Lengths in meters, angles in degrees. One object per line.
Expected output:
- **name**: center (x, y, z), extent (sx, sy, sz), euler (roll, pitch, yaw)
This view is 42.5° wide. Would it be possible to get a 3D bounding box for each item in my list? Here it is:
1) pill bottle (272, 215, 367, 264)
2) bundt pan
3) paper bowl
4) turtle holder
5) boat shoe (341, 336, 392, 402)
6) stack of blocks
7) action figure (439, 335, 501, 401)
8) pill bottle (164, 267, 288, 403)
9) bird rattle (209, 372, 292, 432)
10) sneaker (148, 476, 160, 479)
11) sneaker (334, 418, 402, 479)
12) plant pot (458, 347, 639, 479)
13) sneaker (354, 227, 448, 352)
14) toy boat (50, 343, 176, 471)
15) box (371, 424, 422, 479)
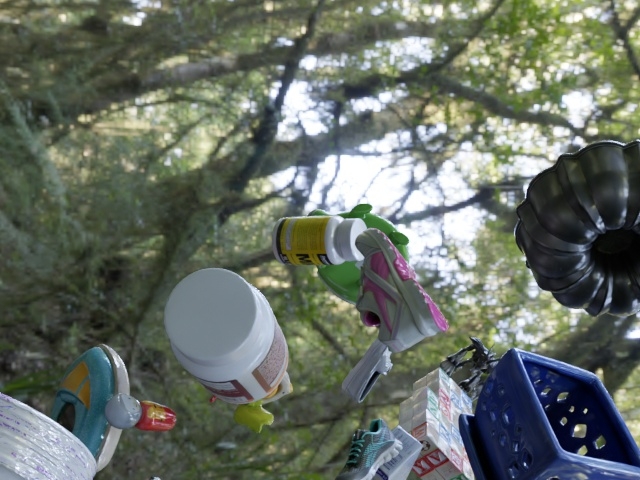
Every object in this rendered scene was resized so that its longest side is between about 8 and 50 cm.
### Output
- **pill bottle**: center (0.000, 0.000, 1.957), extent (0.208, 0.119, 0.119), euler (-2, -91, 29)
- **bundt pan**: center (0.504, 0.001, 1.409), extent (0.124, 0.330, 0.331), euler (-79, -177, -56)
- **paper bowl**: center (-0.491, 0.343, 1.223), extent (0.284, 0.284, 0.148), euler (-56, -170, 54)
- **turtle holder**: center (0.079, 0.051, 2.185), extent (0.227, 0.320, 0.244), euler (80, 24, -65)
- **boat shoe**: center (0.123, 0.273, 1.804), extent (0.063, 0.184, 0.066), euler (39, -4, 29)
- **stack of blocks**: center (0.269, 0.428, 1.911), extent (0.087, 0.171, 0.297), euler (-36, -164, 23)
- **action figure**: center (0.432, 0.379, 2.362), extent (0.164, 0.141, 0.276), euler (46, -23, 9)
- **pill bottle**: center (-0.200, 0.211, 1.783), extent (0.392, 0.223, 0.224), euler (79, 1, -68)
- **bird rattle**: center (-0.191, 0.400, 2.287), extent (0.143, 0.206, 0.254), euler (-108, 172, -50)
- **sneaker**: center (-0.371, 0.629, 1.817), extent (0.085, 0.086, 0.237), euler (-80, -179, -76)
- **sneaker**: center (0.072, 0.369, 1.432), extent (0.065, 0.166, 0.076), euler (-23, -86, 42)
- **plant pot**: center (0.392, 0.362, 1.456), extent (0.212, 0.235, 0.236), euler (-54, -149, 29)
- **sneaker**: center (0.098, 0.077, 1.311), extent (0.111, 0.103, 0.252), euler (-36, -142, 7)
- **toy boat**: center (-0.440, 0.338, 1.649), extent (0.318, 0.148, 0.268), euler (-5, -110, 39)
- **box**: center (0.134, 0.478, 1.720), extent (0.072, 0.126, 0.137), euler (37, -49, 24)
